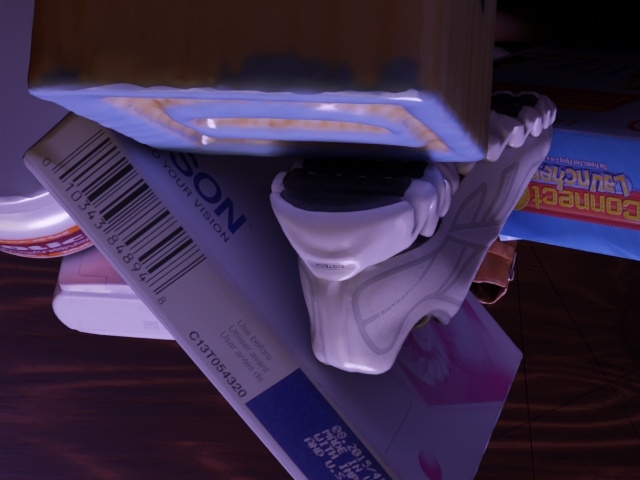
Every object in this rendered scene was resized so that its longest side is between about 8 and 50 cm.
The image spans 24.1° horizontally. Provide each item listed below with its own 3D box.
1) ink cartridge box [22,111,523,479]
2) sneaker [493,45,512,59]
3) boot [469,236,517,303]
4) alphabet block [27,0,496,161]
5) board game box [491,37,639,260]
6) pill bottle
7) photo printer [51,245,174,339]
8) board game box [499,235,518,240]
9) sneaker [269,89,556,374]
[{"bbox_3d":[0.000,0.000,0.975,0.071,0.324,0.330,-36,-172,28],"label":"ink cartridge box"},{"bbox_3d":[0.096,-0.123,1.503,0.296,0.104,0.147,-5,166,34],"label":"sneaker"},{"bbox_3d":[0.167,-0.014,1.435,0.073,0.152,0.197,-3,167,22],"label":"boot"},{"bbox_3d":[-0.015,-0.149,0.729,0.192,0.197,0.193,2,175,12],"label":"alphabet block"},{"bbox_3d":[0.233,-0.081,1.151,0.308,0.086,0.302,12,-156,43],"label":"board game box"},{"bbox_3d":[-0.256,-0.105,1.292,0.224,0.224,0.392,4,176,-5],"label":"pill bottle"},{"bbox_3d":[-0.128,-0.045,1.570,0.256,0.307,0.107,2,145,5],"label":"photo printer"},{"bbox_3d":[0.271,-0.065,1.321,0.212,0.039,0.160,-7,-149,24],"label":"board game box"},{"bbox_3d":[0.063,-0.019,0.900,0.110,0.118,0.292,6,-157,29],"label":"sneaker"}]
